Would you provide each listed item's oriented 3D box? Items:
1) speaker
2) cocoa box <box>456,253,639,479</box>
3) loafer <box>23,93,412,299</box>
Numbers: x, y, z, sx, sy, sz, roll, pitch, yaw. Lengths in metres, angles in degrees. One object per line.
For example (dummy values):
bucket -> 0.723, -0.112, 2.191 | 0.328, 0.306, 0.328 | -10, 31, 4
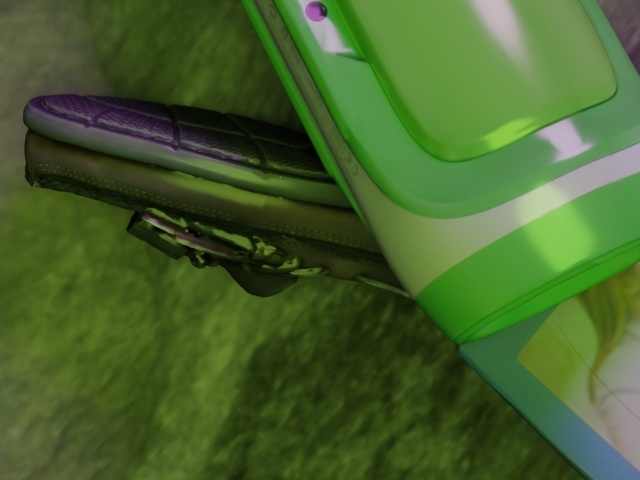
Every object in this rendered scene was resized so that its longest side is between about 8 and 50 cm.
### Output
speaker -> 0.037, -0.111, 0.524 | 0.131, 0.131, 0.296 | -26, 79, -3
cocoa box -> 0.286, 0.022, 0.564 | 0.347, 0.231, 0.228 | -50, 132, 4
loafer -> 0.000, 0.000, 0.612 | 0.303, 0.109, 0.095 | 10, 105, -15
